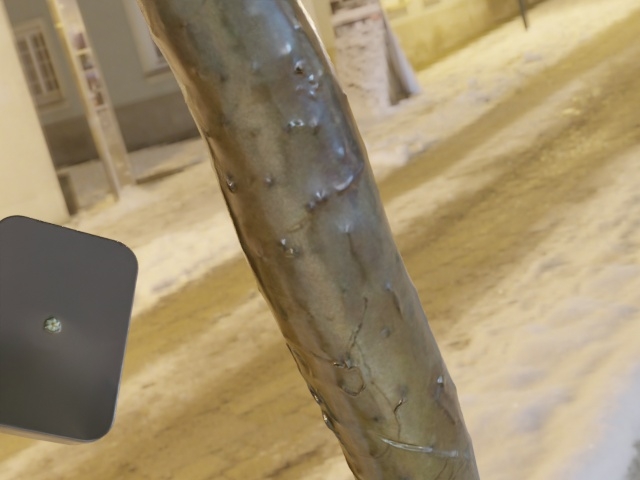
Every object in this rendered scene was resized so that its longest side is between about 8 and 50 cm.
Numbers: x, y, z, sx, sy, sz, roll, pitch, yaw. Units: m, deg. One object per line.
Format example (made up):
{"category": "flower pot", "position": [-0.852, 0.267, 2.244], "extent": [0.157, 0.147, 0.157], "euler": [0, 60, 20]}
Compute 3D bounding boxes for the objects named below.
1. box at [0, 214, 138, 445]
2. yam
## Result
{"category": "box", "position": [-0.158, 0.053, 0.614], "extent": [0.091, 0.126, 0.031], "euler": [15, -28, -22]}
{"category": "yam", "position": [0.000, 0.000, 0.458], "extent": [0.067, 0.317, 0.071], "euler": [-33, 26, -21]}
